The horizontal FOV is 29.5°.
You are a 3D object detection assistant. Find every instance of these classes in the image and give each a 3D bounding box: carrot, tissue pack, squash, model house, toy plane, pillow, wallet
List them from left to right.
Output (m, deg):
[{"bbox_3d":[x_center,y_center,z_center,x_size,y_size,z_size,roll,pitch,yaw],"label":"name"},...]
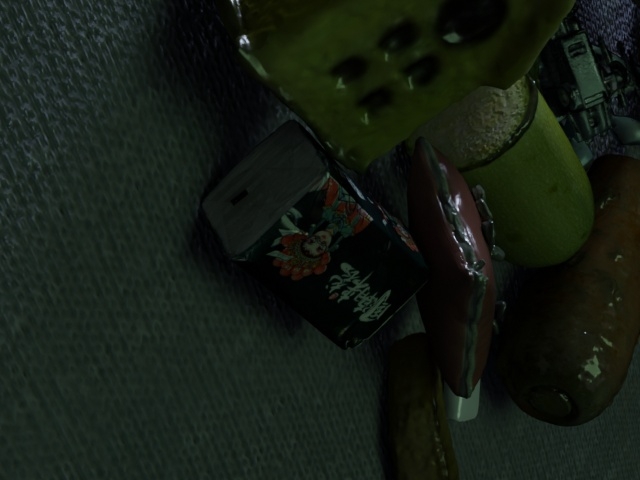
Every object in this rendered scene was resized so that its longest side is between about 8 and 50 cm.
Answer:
[{"bbox_3d":[0.001,0.000,0.933,0.103,0.090,0.170,-42,138,7],"label":"tissue pack"},{"bbox_3d":[0.060,-0.201,0.858,0.175,0.234,0.193,36,31,-42],"label":"model house"},{"bbox_3d":[0.117,0.025,1.046,0.179,0.075,0.171,84,-4,-50],"label":"pillow"},{"bbox_3d":[0.144,0.117,1.207,0.061,0.025,0.122,6,87,-60],"label":"wallet"},{"bbox_3d":[0.191,-0.054,1.168,0.247,0.133,0.132,44,58,-45],"label":"squash"},{"bbox_3d":[0.267,-0.201,1.298,0.169,0.078,0.246,-24,107,-15],"label":"toy plane"},{"bbox_3d":[0.289,0.056,1.298,0.301,0.139,0.138,-58,135,-25],"label":"carrot"}]

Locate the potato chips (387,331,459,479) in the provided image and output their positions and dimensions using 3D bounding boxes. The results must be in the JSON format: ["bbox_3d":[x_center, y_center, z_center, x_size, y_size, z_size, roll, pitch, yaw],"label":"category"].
[{"bbox_3d":[0.121,0.274,1.159,0.080,0.057,0.406,-56,135,-53],"label":"potato chips"}]

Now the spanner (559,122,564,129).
[{"bbox_3d":[0.269,-0.030,1.375,0.046,0.012,0.208,-8,99,-54],"label":"spanner"}]

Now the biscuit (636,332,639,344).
[{"bbox_3d":[0.390,-0.008,1.423,0.232,0.013,0.236,-62,169,-71],"label":"biscuit"}]

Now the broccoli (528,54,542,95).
[{"bbox_3d":[0.173,-0.214,1.151,0.165,0.146,0.304,-53,144,-32],"label":"broccoli"}]

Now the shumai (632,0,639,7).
[{"bbox_3d":[0.397,-0.296,1.333,0.330,0.292,0.288,6,111,-18],"label":"shumai"}]

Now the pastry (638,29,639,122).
[{"bbox_3d":[0.478,-0.242,1.557,0.235,0.121,0.257,57,47,-44],"label":"pastry"}]
